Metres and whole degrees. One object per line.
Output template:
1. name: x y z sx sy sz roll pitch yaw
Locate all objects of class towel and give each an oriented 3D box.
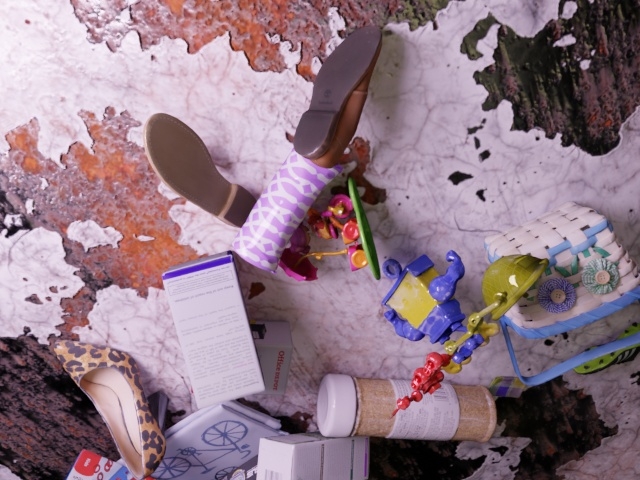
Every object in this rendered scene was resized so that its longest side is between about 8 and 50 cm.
1. towel: 0.415 0.325 1.174 0.083 0.009 0.060 10 119 -15

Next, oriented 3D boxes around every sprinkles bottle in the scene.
1. sprinkles bottle: 0.175 0.344 1.081 0.355 0.121 0.121 8 119 -13

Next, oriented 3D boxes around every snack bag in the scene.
1. snack bag: -0.203 0.462 1.111 0.323 0.037 0.342 -36 129 16

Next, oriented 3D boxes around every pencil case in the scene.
1. pencil case: -0.052 -0.046 0.811 0.088 0.086 0.206 30 97 -29

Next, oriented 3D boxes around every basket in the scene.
1. basket: 0.425 0.101 0.931 0.255 0.201 0.289 -27 111 6

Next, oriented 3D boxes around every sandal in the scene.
1. sandal: -0.195 -0.093 0.794 0.240 0.079 0.088 44 64 -44

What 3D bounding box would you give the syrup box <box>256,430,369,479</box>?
1. syrup box: -0.007 0.435 1.051 0.093 0.096 0.237 -8 163 41

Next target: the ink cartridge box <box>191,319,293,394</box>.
1. ink cartridge box: -0.146 0.216 0.982 0.175 0.072 0.127 5 119 -11

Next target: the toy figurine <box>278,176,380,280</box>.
1. toy figurine: 0.000 0.000 0.869 0.159 0.130 0.173 -15 100 10

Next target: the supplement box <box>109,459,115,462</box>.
1. supplement box: -0.482 0.567 1.116 0.188 0.104 0.081 -40 117 14

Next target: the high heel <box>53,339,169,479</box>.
1. high heel: -0.369 0.291 0.923 0.093 0.186 0.261 -37 119 13

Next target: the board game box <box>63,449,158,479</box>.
1. board game box: -0.344 0.558 0.914 0.302 0.308 0.086 30 110 -14

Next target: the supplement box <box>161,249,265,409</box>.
1. supplement box: -0.169 0.138 0.856 0.114 0.111 0.220 -16 95 -9

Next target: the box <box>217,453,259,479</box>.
1. box: -0.136 0.569 1.156 0.270 0.060 0.216 -38 129 18

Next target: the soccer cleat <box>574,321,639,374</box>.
1. soccer cleat: 0.629 0.245 1.134 0.179 0.060 0.072 -32 121 7

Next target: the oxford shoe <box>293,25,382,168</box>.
1. oxford shoe: 0.034 -0.201 0.750 0.076 0.076 0.212 30 86 -52

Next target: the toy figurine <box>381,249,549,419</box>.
1. toy figurine: 0.174 0.101 0.884 0.191 0.217 0.362 -20 148 -36
